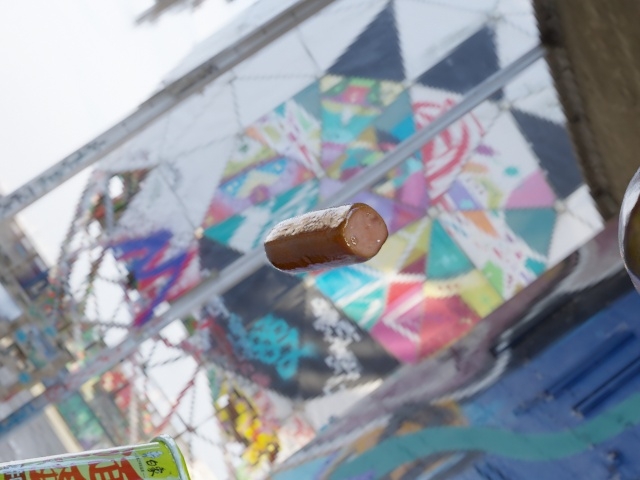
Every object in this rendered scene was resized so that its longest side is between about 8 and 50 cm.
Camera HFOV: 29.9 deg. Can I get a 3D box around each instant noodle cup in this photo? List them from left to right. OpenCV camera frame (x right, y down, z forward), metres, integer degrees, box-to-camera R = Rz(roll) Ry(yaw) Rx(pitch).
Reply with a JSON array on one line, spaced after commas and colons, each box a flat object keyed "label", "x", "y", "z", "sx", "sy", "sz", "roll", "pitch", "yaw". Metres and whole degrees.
[{"label": "instant noodle cup", "x": -0.293, "y": 0.385, "z": 1.437, "sx": 0.311, "sy": 0.221, "sz": 0.311, "roll": -177, "pitch": -90, "yaw": -67}]

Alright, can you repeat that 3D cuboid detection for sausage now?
[{"label": "sausage", "x": 0.000, "y": 0.000, "z": 0.866, "sx": 0.039, "sy": 0.041, "sz": 0.131, "roll": 36, "pitch": -22, "yaw": -21}]

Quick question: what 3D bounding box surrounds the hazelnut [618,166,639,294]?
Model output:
[{"label": "hazelnut", "x": 0.520, "y": -0.010, "z": 1.334, "sx": 0.366, "sy": 0.366, "sz": 0.366, "roll": 52, "pitch": -11, "yaw": 14}]
